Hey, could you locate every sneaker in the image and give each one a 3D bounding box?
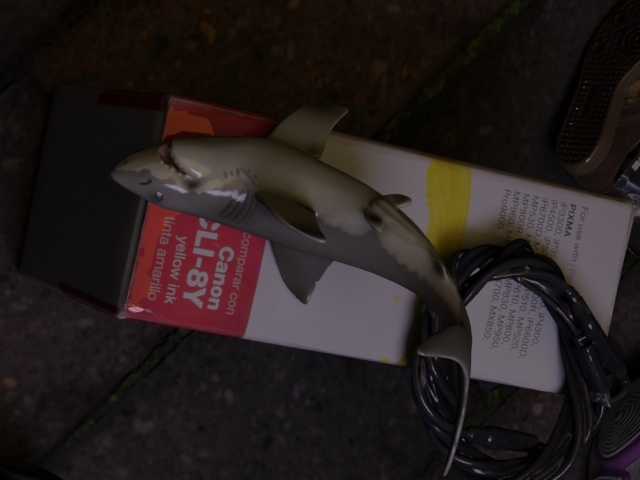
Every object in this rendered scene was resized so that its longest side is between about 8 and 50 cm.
[{"bbox_3d":[0.357,0.144,1.663,0.152,0.114,0.305,38,79,-20],"label":"sneaker"},{"bbox_3d":[0.268,-0.130,1.645,0.071,0.066,0.188,41,74,-46],"label":"sneaker"}]

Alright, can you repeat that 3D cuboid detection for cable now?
[{"bbox_3d":[0.129,0.086,1.302,0.150,0.047,0.184,-39,113,-9],"label":"cable"}]

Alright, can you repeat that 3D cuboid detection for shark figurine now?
[{"bbox_3d":[0.013,0.018,1.192,0.166,0.278,0.116,-35,153,-45],"label":"shark figurine"}]

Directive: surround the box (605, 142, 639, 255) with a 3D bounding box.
[{"bbox_3d":[0.288,-0.039,1.673,0.067,0.018,0.083,44,76,-20],"label":"box"}]

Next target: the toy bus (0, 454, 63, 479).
[{"bbox_3d":[-0.308,0.209,1.321,0.211,0.220,0.149,22,90,7],"label":"toy bus"}]

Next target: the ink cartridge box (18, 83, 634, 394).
[{"bbox_3d":[0.000,0.000,1.404,0.384,0.279,0.160,11,90,-24],"label":"ink cartridge box"}]
